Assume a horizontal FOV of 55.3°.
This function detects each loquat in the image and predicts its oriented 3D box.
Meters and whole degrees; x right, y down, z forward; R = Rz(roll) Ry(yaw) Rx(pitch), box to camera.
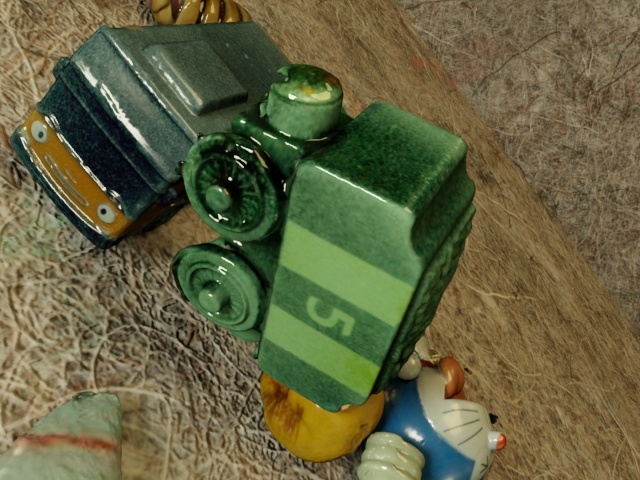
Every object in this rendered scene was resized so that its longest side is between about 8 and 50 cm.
[{"bbox_3d":[0.000,0.163,0.647,0.113,0.137,0.137,69,2,-59],"label":"loquat"}]

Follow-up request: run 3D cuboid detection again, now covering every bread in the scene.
[{"bbox_3d":[-0.189,-0.379,1.023,0.225,0.081,0.134,20,41,-43],"label":"bread"}]

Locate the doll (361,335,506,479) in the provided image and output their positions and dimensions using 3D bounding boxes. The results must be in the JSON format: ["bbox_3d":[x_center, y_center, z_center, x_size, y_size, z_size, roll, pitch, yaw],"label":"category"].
[{"bbox_3d":[0.112,0.188,0.745,0.256,0.161,0.215,67,5,31],"label":"doll"}]

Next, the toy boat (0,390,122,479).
[{"bbox_3d":[-0.172,0.212,0.401,0.206,0.096,0.282,12,37,-30],"label":"toy boat"}]

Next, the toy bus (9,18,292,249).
[{"bbox_3d":[-0.150,-0.135,0.690,0.161,0.194,0.323,52,29,-3],"label":"toy bus"}]

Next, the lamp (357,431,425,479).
[{"bbox_3d":[0.046,0.278,0.563,0.106,0.106,0.193,42,50,-17],"label":"lamp"}]

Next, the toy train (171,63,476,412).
[{"bbox_3d":[0.000,0.000,0.547,0.238,0.299,0.167,29,45,14],"label":"toy train"}]
